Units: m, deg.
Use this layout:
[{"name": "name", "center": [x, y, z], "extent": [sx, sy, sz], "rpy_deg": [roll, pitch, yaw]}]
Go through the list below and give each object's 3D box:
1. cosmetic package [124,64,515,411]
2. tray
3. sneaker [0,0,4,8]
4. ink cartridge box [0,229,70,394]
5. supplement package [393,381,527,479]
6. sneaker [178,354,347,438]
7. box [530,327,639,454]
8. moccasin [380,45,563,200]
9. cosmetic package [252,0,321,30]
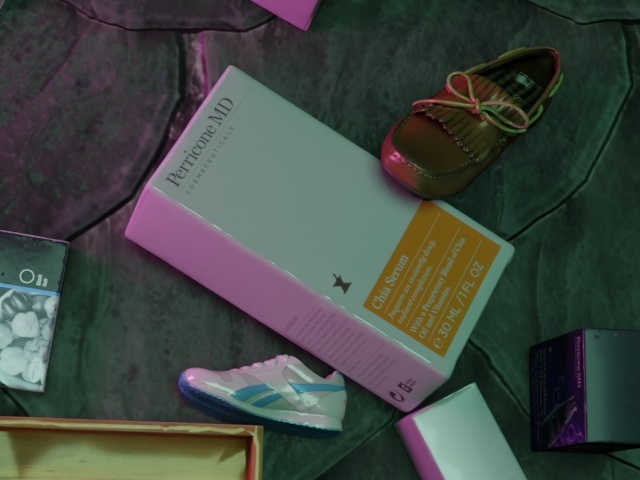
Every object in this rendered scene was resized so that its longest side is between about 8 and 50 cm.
[{"name": "cosmetic package", "center": [0.000, 0.000, 1.930], "extent": [0.453, 0.161, 0.230], "rpy_deg": [32, 61, -3]}, {"name": "tray", "center": [-0.283, 0.333, 1.863], "extent": [0.411, 0.076, 0.202], "rpy_deg": [3, 77, -10]}, {"name": "sneaker", "center": [-0.500, -0.315, 1.971], "extent": [0.152, 0.061, 0.053], "rpy_deg": [-29, 87, -15]}, {"name": "ink cartridge box", "center": [-0.445, 0.084, 1.901], "extent": [0.208, 0.045, 0.206], "rpy_deg": [9, 76, -8]}, {"name": "supplement package", "center": [0.191, 0.295, 1.951], "extent": [0.105, 0.105, 0.179], "rpy_deg": [-26, 85, -15]}, {"name": "sneaker", "center": [-0.076, 0.197, 1.935], "extent": [0.229, 0.087, 0.092], "rpy_deg": [14, 68, -15]}, {"name": "box", "center": [0.365, 0.204, 1.953], "extent": [0.108, 0.207, 0.153], "rpy_deg": [3, 77, -11]}, {"name": "moccasin", "center": [0.214, -0.167, 1.960], "extent": [0.139, 0.147, 0.380], "rpy_deg": [46, 45, 17]}, {"name": "cosmetic package", "center": [-0.051, -0.419, 2.038], "extent": [0.184, 0.151, 0.151], "rpy_deg": [31, 74, -3]}]
